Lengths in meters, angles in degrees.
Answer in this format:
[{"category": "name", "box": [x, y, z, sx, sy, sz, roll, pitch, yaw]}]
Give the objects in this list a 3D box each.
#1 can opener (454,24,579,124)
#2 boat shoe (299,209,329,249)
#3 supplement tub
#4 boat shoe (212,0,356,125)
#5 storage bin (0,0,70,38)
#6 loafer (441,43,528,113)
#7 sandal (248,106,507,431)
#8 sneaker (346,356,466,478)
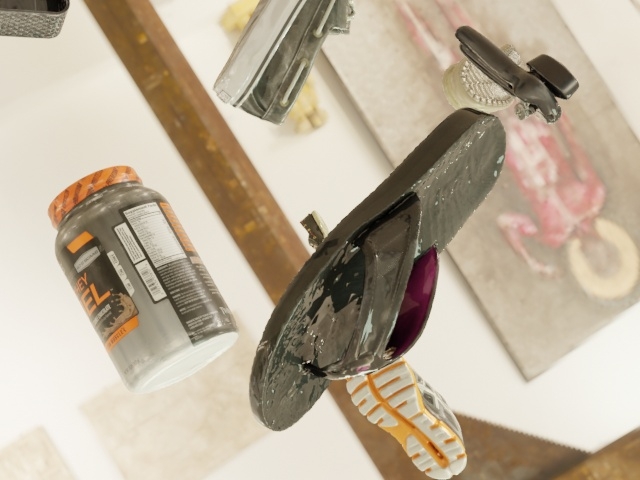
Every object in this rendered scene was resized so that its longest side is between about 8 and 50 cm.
[{"category": "can opener", "box": [0.224, -0.198, 1.344, 0.073, 0.186, 0.059, -36, 138, -13]}, {"category": "boat shoe", "box": [0.001, 0.001, 2.096, 0.042, 0.133, 0.049, -36, 139, 9]}, {"category": "supplement tub", "box": [-0.295, 0.060, 1.838, 0.207, 0.338, 0.207, -29, 167, -8]}, {"category": "boat shoe", "box": [-0.013, -0.304, 1.488, 0.335, 0.119, 0.121, -58, -163, -1]}, {"category": "storage bin", "box": [-0.475, -0.379, 1.698, 0.180, 0.122, 0.084, -1, 164, -22]}, {"category": "loafer", "box": [0.248, -0.238, 1.757, 0.092, 0.102, 0.268, -30, 178, 31]}, {"category": "sandal", "box": [0.084, 0.031, 1.246, 0.445, 0.107, 0.167, -50, 145, -16]}, {"category": "sneaker", "box": [0.103, 0.195, 1.398, 0.084, 0.215, 0.083, -31, -167, 21]}]
